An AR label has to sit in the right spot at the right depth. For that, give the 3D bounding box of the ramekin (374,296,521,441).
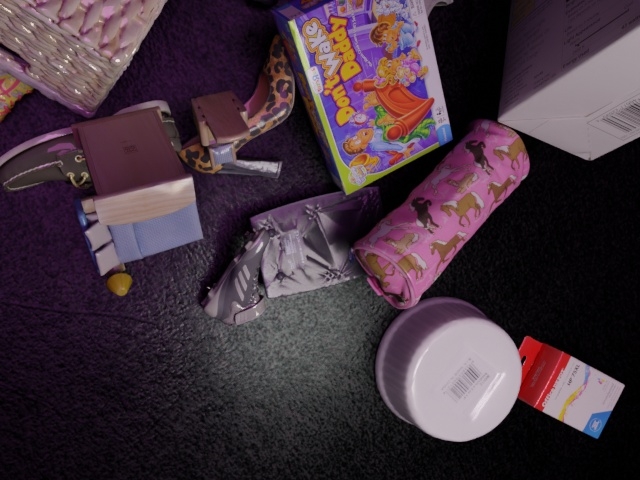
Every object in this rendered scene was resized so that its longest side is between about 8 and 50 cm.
[{"bbox_3d":[0.259,0.259,1.420,0.277,0.135,0.277,-2,98,-16],"label":"ramekin"}]

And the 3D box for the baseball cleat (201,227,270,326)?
[{"bbox_3d":[-0.127,0.070,1.284,0.109,0.072,0.206,34,119,-10],"label":"baseball cleat"}]

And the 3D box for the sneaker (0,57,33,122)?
[{"bbox_3d":[-0.512,-0.238,1.154,0.208,0.081,0.094,-14,110,-9],"label":"sneaker"}]

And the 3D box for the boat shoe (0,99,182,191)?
[{"bbox_3d":[-0.379,-0.139,1.180,0.305,0.109,0.091,-23,88,-16],"label":"boat shoe"}]

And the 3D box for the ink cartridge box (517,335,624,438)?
[{"bbox_3d":[0.516,0.312,1.535,0.231,0.078,0.134,27,89,-18],"label":"ink cartridge box"}]

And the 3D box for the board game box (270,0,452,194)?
[{"bbox_3d":[0.084,-0.279,1.248,0.233,0.078,0.347,-28,129,-9],"label":"board game box"}]

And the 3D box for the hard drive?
[{"bbox_3d":[0.000,0.000,1.348,0.254,0.054,0.172,-15,102,-15],"label":"hard drive"}]

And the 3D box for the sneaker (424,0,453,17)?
[{"bbox_3d":[0.136,-0.398,1.308,0.281,0.105,0.115,-43,110,-6],"label":"sneaker"}]

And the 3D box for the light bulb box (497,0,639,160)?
[{"bbox_3d":[0.514,-0.390,1.239,0.225,0.358,0.361,19,68,-19],"label":"light bulb box"}]

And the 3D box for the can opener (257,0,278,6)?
[{"bbox_3d":[-0.125,-0.491,1.245,0.073,0.059,0.186,-32,97,17],"label":"can opener"}]

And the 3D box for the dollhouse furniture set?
[{"bbox_3d":[-0.232,-0.035,1.149,0.286,0.198,0.303,-16,136,-16],"label":"dollhouse furniture set"}]

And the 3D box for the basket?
[{"bbox_3d":[-0.367,-0.416,1.024,0.328,0.266,0.331,33,70,-23],"label":"basket"}]

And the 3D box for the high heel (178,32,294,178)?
[{"bbox_3d":[-0.146,-0.240,1.249,0.186,0.093,0.261,4,103,-20],"label":"high heel"}]

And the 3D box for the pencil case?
[{"bbox_3d":[0.225,-0.056,1.317,0.386,0.167,0.160,-46,135,-19],"label":"pencil case"}]
